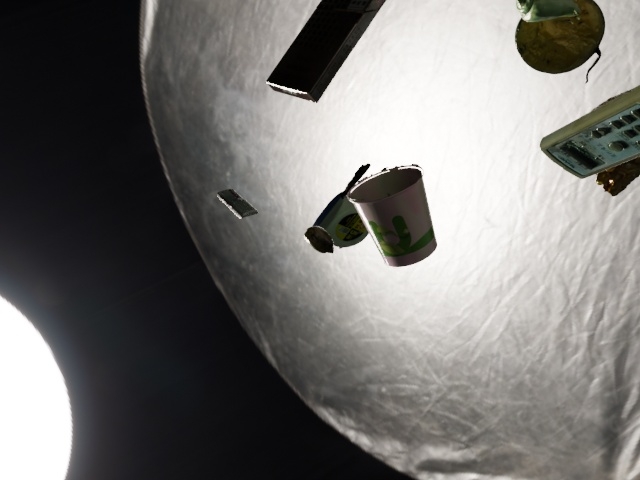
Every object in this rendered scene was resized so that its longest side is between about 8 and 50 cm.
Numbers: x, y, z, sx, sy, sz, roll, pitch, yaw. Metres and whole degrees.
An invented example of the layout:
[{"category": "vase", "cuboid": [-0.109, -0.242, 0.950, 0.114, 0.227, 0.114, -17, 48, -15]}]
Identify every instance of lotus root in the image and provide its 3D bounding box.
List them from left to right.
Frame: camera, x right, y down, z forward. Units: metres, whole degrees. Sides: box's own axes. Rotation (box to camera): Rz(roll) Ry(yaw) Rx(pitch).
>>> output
[{"category": "lotus root", "cuboid": [0.000, 0.000, 1.352, 0.099, 0.054, 0.049, 40, -158, -38]}]

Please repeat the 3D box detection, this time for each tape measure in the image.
[{"category": "tape measure", "cuboid": [0.127, -0.126, 2.012, 0.215, 0.351, 0.098, 20, -150, -37]}]

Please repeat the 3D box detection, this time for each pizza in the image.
[{"category": "pizza", "cuboid": [0.712, -0.277, 1.299, 0.258, 0.087, 0.268, -58, 19, 35]}]

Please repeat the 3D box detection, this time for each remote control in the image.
[{"category": "remote control", "cuboid": [-0.262, -0.120, 1.748, 0.166, 0.065, 0.029, 41, 137, 39]}, {"category": "remote control", "cuboid": [0.421, -0.154, 0.769, 0.098, 0.038, 0.233, 32, 159, -12]}]

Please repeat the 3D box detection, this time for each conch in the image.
[{"category": "conch", "cuboid": [0.511, -0.541, 1.254, 0.079, 0.170, 0.106, 123, 141, -51]}]

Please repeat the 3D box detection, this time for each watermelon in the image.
[{"category": "watermelon", "cuboid": [0.629, -0.551, 1.455, 0.127, 0.231, 0.204, -73, -3, -57]}]

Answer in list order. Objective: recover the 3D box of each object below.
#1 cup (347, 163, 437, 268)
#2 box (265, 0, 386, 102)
[{"category": "cup", "cuboid": [0.246, -0.075, 1.771, 0.253, 0.253, 0.274, 32, 149, 62]}, {"category": "box", "cuboid": [0.013, -0.503, 1.389, 0.180, 0.325, 0.047, 28, 173, 42]}]
